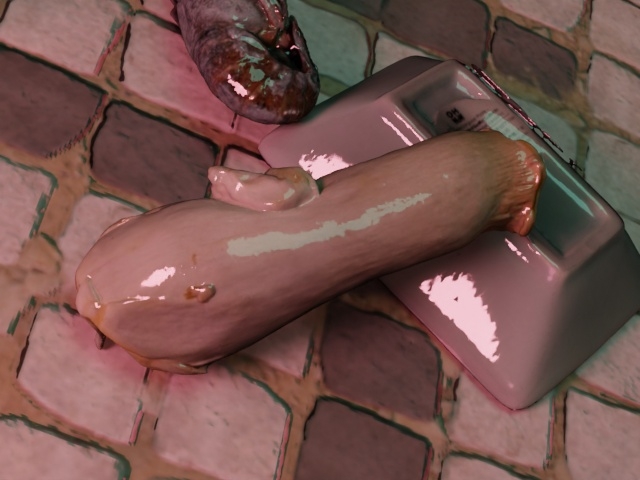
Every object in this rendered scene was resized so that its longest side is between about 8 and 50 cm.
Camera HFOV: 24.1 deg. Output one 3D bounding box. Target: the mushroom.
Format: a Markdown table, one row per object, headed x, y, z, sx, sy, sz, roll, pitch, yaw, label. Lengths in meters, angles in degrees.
| x | y | z | sx | sy | sz | roll | pitch | yaw | label |
| --- | --- | --- | --- | --- | --- | --- | --- | --- | --- |
| -0.001 | -0.001 | 0.836 | 0.278 | 0.096 | 0.099 | -19 | 73 | -12 | mushroom |

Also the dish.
| x | y | z | sx | sy | sz | roll | pitch | yaw | label |
| --- | --- | --- | --- | --- | --- | --- | --- | --- | --- |
| 0.105 | -0.032 | 0.966 | 0.243 | 0.080 | 0.182 | 45 | 47 | 12 | dish |

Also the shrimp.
| x | y | z | sx | sy | sz | roll | pitch | yaw | label |
| --- | --- | --- | --- | --- | --- | --- | --- | --- | --- |
| -0.059 | -0.166 | 0.977 | 0.079 | 0.090 | 0.232 | 5 | 49 | -32 | shrimp |
